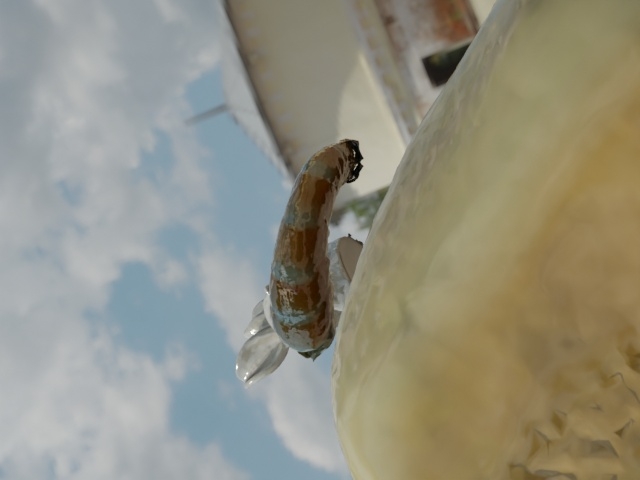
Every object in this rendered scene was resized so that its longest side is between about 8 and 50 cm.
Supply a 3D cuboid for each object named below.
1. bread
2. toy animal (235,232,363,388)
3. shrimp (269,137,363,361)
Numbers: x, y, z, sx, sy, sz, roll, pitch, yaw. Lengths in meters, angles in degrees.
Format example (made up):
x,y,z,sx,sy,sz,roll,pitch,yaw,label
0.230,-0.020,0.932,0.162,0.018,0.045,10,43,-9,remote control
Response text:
x,y,z,sx,sy,sz,roll,pitch,yaw,label
0.197,0.034,0.626,0.348,0.376,0.253,31,-157,11,bread
-0.039,0.079,1.562,0.131,0.221,0.103,29,-141,-42,toy animal
0.000,0.000,1.103,0.166,0.049,0.161,-64,-25,-50,shrimp
